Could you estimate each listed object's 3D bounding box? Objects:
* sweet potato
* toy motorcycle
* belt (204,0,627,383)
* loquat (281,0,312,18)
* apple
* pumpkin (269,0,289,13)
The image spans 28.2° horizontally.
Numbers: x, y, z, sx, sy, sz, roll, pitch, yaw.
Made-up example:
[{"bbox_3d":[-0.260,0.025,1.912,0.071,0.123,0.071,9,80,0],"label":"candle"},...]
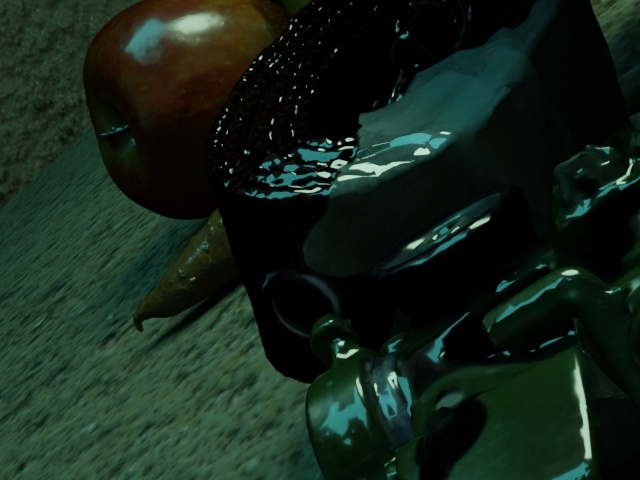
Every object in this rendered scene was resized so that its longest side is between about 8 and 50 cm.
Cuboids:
[{"bbox_3d":[-0.075,0.004,1.035,0.206,0.060,0.068,-41,-22,3],"label":"sweet potato"},{"bbox_3d":[0.078,0.051,0.421,0.205,0.127,0.275,-34,14,16],"label":"toy motorcycle"},{"bbox_3d":[0.057,-0.043,0.682,0.184,0.164,0.289,2,36,29],"label":"belt"},{"bbox_3d":[0.072,-0.270,1.024,0.275,0.275,0.275,-37,16,13],"label":"loquat"},{"bbox_3d":[-0.105,-0.136,1.207,0.230,0.230,0.230,-37,16,13],"label":"apple"},{"bbox_3d":[0.038,-0.389,1.477,0.323,0.241,0.323,-37,18,15],"label":"pumpkin"}]
